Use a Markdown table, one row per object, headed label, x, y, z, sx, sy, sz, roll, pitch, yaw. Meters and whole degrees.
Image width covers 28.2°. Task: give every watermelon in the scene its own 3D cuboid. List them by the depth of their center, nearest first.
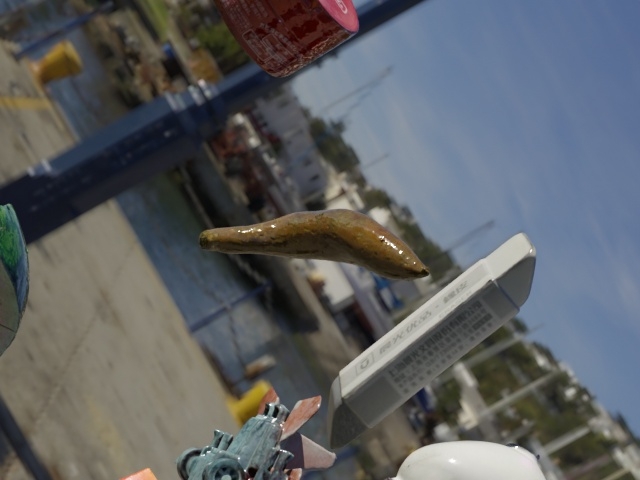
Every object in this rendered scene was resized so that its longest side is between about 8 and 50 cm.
| label | x | y | z | sx | sy | sz | roll | pitch | yaw |
| --- | --- | --- | --- | --- | --- | --- | --- | --- | --- |
| watermelon | -0.560 | 0.032 | 2.017 | 0.222 | 0.292 | 0.319 | -81 | 154 | -46 |

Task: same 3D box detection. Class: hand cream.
| label | x | y | z | sx | sy | sz | roll | pitch | yaw |
| --- | --- | --- | --- | --- | --- | --- | --- | --- | --- |
| hand cream | -0.049 | -0.319 | 1.659 | 0.193 | 0.125 | 0.193 | 52 | 20 | -28 |

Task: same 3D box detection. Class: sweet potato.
| label | x | y | z | sx | sy | sz | roll | pitch | yaw |
| --- | --- | --- | --- | --- | --- | --- | --- | --- | --- |
| sweet potato | -0.001 | -0.003 | 1.813 | 0.108 | 0.346 | 0.079 | -44 | 136 | -62 |

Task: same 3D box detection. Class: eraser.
| label | x | y | z | sx | sy | sz | roll | pitch | yaw |
| --- | --- | --- | --- | --- | --- | --- | --- | --- | --- |
| eraser | 0.131 | 0.125 | 1.561 | 0.061 | 0.352 | 0.089 | 48 | 10 | -15 |

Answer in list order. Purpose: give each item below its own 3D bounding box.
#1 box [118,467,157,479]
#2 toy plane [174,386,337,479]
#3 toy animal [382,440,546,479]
| label | x | y | z | sx | sy | sz | roll | pitch | yaw |
| --- | --- | --- | --- | --- | --- | --- | --- | --- | --- |
| box | -0.220 | 0.280 | 1.176 | 0.048 | 0.152 | 0.100 | 48 | -40 | 27 |
| toy plane | -0.111 | 0.279 | 1.206 | 0.104 | 0.326 | 0.223 | 44 | -17 | -15 |
| toy animal | 0.173 | 0.370 | 1.480 | 0.251 | 0.251 | 0.310 | 61 | 30 | -12 |
